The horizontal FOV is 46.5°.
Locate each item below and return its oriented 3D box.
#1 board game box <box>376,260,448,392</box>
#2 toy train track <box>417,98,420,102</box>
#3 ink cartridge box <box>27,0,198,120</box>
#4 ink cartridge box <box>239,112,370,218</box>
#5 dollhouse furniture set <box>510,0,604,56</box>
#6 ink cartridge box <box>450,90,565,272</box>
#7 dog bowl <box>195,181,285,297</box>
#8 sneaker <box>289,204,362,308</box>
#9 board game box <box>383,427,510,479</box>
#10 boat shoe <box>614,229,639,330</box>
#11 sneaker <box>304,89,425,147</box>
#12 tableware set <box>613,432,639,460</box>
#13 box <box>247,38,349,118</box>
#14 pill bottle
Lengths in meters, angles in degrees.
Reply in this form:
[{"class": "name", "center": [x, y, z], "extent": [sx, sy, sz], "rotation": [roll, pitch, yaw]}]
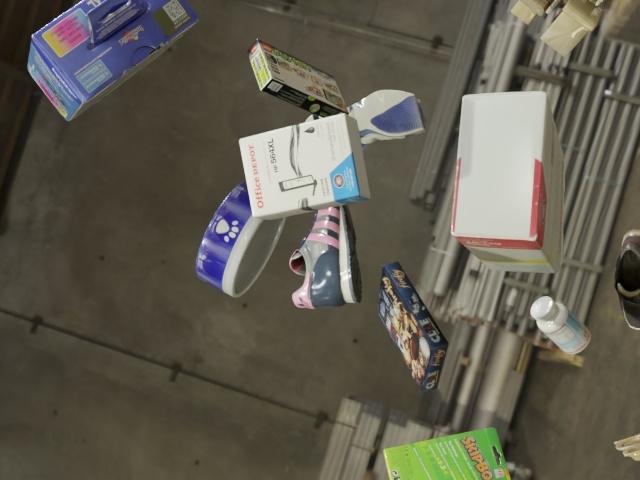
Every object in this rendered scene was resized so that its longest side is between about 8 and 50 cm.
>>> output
[{"class": "board game box", "center": [0.197, 0.189, 1.642], "extent": [0.165, 0.042, 0.243], "rotation": [92, 158, -45]}, {"class": "toy train track", "center": [0.252, -0.347, 2.037], "extent": [0.048, 0.014, 0.083], "rotation": [-7, -45, -45]}, {"class": "ink cartridge box", "center": [-0.402, -0.379, 1.419], "extent": [0.270, 0.151, 0.395], "rotation": [-42, 19, -16]}, {"class": "ink cartridge box", "center": [-0.028, -0.127, 1.319], "extent": [0.086, 0.203, 0.148], "rotation": [-1, -100, -72]}, {"class": "dollhouse furniture set", "center": [0.231, -0.308, 0.783], "extent": [0.101, 0.182, 0.161], "rotation": [-53, 0, 41]}, {"class": "ink cartridge box", "center": [0.392, -0.098, 1.506], "extent": [0.384, 0.160, 0.279], "rotation": [28, -114, -64]}, {"class": "dog bowl", "center": [-0.185, -0.002, 1.779], "extent": [0.265, 0.104, 0.265], "rotation": [-61, -10, -18]}, {"class": "sneaker", "center": [0.000, 0.000, 1.436], "extent": [0.319, 0.131, 0.112], "rotation": [-92, -15, -49]}, {"class": "board game box", "center": [0.277, 0.498, 1.643], "extent": [0.039, 0.259, 0.124], "rotation": [88, 171, -66]}, {"class": "boat shoe", "center": [0.789, 0.113, 1.882], "extent": [0.092, 0.103, 0.285], "rotation": [-35, -53, -37]}, {"class": "sneaker", "center": [0.123, -0.311, 2.001], "extent": [0.182, 0.315, 0.127], "rotation": [-5, -95, -76]}, {"class": "tableware set", "center": [0.543, 0.317, 1.184], "extent": [0.168, 0.141, 0.020], "rotation": [9, -117, -74]}, {"class": "box", "center": [-0.041, -0.308, 1.457], "extent": [0.036, 0.207, 0.114], "rotation": [-42, 51, 31]}, {"class": "pill bottle", "center": [0.610, 0.214, 1.902], "extent": [0.087, 0.160, 0.087], "rotation": [-39, 25, 22]}]
